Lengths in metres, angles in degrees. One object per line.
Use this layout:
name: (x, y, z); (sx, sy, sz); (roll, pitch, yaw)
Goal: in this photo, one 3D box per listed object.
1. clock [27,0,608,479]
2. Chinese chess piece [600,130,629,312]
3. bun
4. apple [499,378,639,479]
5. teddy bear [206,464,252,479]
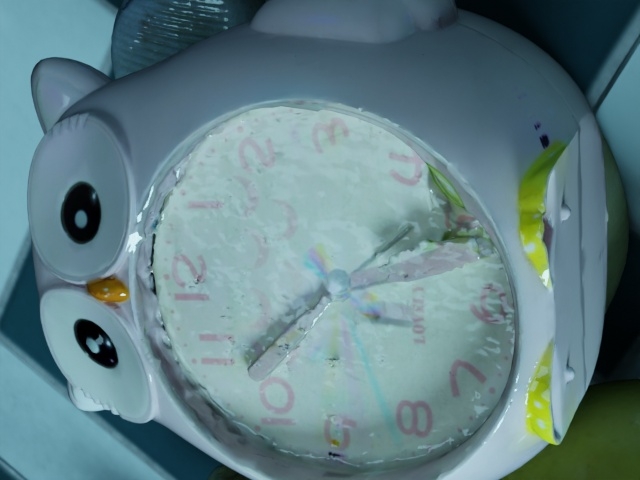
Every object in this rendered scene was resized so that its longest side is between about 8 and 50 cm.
clock: (0.000, 0.000, 1.198); (0.377, 0.250, 0.368); (3, 110, 21)
Chinese chess piece: (0.096, -0.013, 1.354); (0.270, 0.112, 0.270); (12, 116, 26)
bun: (-0.095, -0.152, 1.432); (0.141, 0.083, 0.141); (6, 104, 24)
apple: (0.223, 0.236, 1.268); (0.254, 0.292, 0.292); (16, 118, 14)
teddy bear: (0.038, 0.223, 1.464); (0.267, 0.156, 0.256); (58, 138, 36)
